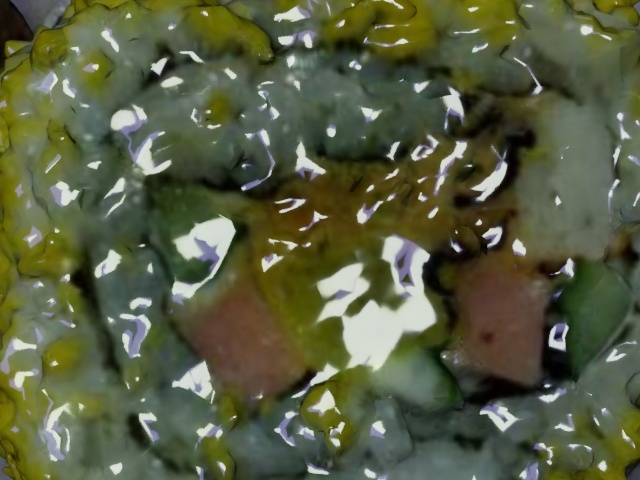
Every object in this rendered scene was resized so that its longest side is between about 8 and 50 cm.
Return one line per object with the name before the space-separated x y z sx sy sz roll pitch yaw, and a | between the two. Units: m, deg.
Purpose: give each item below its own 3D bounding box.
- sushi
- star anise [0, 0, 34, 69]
sushi | 0.000 0.000 0.970 0.396 0.240 0.351 -3 91 -10
star anise | -0.269 -0.029 1.174 0.332 0.117 0.331 1 93 19
